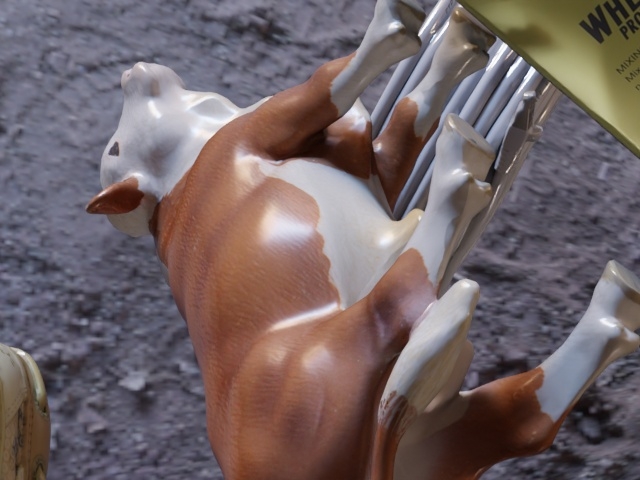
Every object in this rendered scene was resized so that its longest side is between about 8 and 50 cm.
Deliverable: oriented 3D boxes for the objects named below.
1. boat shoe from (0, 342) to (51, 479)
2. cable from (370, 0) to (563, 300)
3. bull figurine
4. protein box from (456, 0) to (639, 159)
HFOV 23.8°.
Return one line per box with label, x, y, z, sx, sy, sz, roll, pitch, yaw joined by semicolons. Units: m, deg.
boat shoe;-0.139;0.169;0.517;0.104;0.089;0.285;4;78;24
cable;0.080;-0.055;0.947;0.089;0.257;0.257;31;114;5
bull figurine;0.000;0.000;0.610;0.188;0.101;0.310;-48;39;21
protein box;0.168;-0.137;0.593;0.200;0.201;0.136;-45;30;18
